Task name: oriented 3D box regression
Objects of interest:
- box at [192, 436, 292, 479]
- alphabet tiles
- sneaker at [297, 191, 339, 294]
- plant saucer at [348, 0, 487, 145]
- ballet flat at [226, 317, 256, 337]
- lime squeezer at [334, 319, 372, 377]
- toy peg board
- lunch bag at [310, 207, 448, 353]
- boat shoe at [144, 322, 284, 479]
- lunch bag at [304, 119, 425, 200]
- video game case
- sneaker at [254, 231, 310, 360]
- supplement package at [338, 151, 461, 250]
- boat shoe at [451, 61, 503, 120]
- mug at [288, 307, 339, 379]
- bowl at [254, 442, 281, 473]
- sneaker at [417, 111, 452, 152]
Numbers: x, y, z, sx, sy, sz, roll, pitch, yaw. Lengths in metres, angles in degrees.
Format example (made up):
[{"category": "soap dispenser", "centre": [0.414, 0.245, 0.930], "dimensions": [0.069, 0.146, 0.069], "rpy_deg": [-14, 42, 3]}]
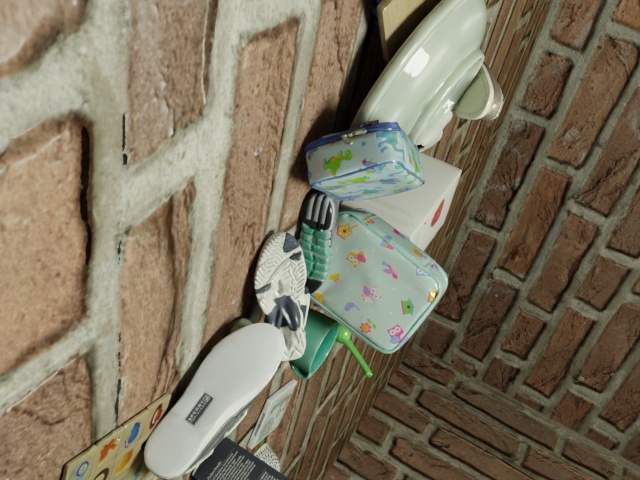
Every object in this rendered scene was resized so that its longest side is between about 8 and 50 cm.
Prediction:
[{"category": "box", "centre": [-0.155, 0.531, 1.485], "dimensions": [0.108, 0.207, 0.153], "rpy_deg": [-51, 159, -33]}, {"category": "alphabet tiles", "centre": [-0.333, 0.393, 1.076], "dimensions": [0.342, 0.011, 0.285], "rpy_deg": [-29, 142, -63]}, {"category": "sneaker", "centre": [0.000, 0.000, 1.358], "dimensions": [0.098, 0.083, 0.224], "rpy_deg": [-47, 157, -56]}, {"category": "plant saucer", "centre": [0.204, -0.290, 1.324], "dimensions": [0.400, 0.100, 0.400], "rpy_deg": [-50, 172, -10]}, {"category": "ballet flat", "centre": [-0.125, 0.207, 1.316], "dimensions": [0.072, 0.068, 0.213], "rpy_deg": [-57, 163, -18]}, {"category": "lime squeezer", "centre": [0.085, 0.235, 1.956], "dimensions": [0.310, 0.109, 0.059], "rpy_deg": [-92, -165, -51]}, {"category": "toy peg board", "centre": [0.136, -0.409, 1.170], "dimensions": [0.160, 0.079, 0.161], "rpy_deg": [-45, 162, -5]}, {"category": "lunch bag", "centre": [0.097, 0.081, 1.438], "dimensions": [0.224, 0.279, 0.108], "rpy_deg": [-57, 166, 21]}, {"category": "boat shoe", "centre": [-0.168, 0.270, 1.180], "dimensions": [0.301, 0.108, 0.102], "rpy_deg": [-52, 165, -18]}, {"category": "lunch bag", "centre": [0.076, -0.129, 1.217], "dimensions": [0.219, 0.176, 0.090], "rpy_deg": [15, 63, -67]}, {"category": "video game case", "centre": [-0.120, 0.436, 1.780], "dimensions": [0.157, 0.019, 0.143], "rpy_deg": [-21, 136, -67]}, {"category": "sneaker", "centre": [-0.068, 0.084, 1.282], "dimensions": [0.153, 0.094, 0.235], "rpy_deg": [-107, -173, -72]}, {"category": "supplement package", "centre": [0.176, -0.062, 1.623], "dimensions": [0.293, 0.175, 0.178], "rpy_deg": [-48, 157, -42]}, {"category": "boat shoe", "centre": [0.318, -0.324, 1.488], "dimensions": [0.117, 0.096, 0.324], "rpy_deg": [-63, -159, 20]}, {"category": "mug", "centre": [-0.037, 0.228, 1.566], "dimensions": [0.158, 0.097, 0.129], "rpy_deg": [-62, 164, -1]}, {"category": "bowl", "centre": [-0.154, 0.637, 1.886], "dimensions": [0.170, 0.080, 0.170], "rpy_deg": [-55, 163, -27]}, {"category": "sneaker", "centre": [0.264, -0.282, 1.742], "dimensions": [0.094, 0.080, 0.212], "rpy_deg": [-45, 160, -17]}]
